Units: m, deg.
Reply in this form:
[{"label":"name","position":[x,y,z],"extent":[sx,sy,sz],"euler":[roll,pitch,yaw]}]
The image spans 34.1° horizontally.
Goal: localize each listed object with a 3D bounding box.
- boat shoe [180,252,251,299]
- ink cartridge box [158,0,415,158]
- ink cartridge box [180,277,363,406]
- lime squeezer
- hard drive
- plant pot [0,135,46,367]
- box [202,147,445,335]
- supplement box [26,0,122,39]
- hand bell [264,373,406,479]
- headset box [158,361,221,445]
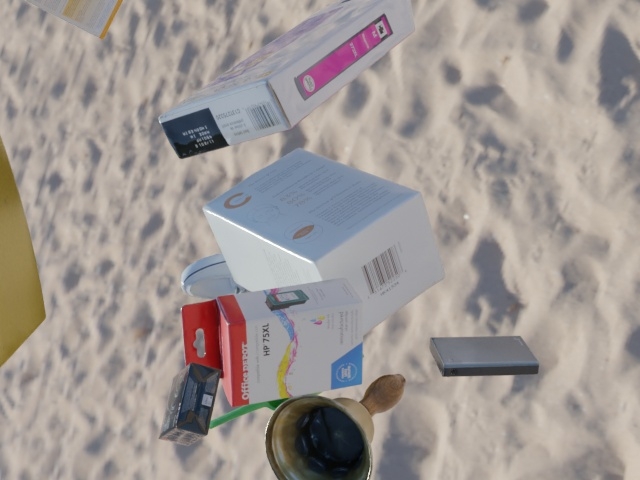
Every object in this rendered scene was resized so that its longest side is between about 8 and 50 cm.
[{"label":"boat shoe","position":[-0.124,0.083,1.914],"extent":[0.088,0.267,0.096],"euler":[-95,4,-46]},{"label":"ink cartridge box","position":[-0.013,-0.217,1.240],"extent":[0.175,0.069,0.371],"euler":[-11,25,41]},{"label":"ink cartridge box","position":[-0.063,0.139,1.395],"extent":[0.078,0.231,0.134],"euler":[-125,30,-59]},{"label":"lime squeezer","position":[-0.054,0.255,1.838],"extent":[0.059,0.310,0.110],"euler":[69,166,-12]},{"label":"hard drive","position":[0.229,0.163,1.474],"extent":[0.094,0.135,0.022],"euler":[-109,20,-70]},{"label":"plant pot","position":[-0.313,0.025,0.724],"extent":[0.212,0.187,0.212],"euler":[-26,11,7]},{"label":"box","position":[0.000,0.000,1.706],"extent":[0.215,0.168,0.345],"euler":[-33,32,-22]},{"label":"supplement box","position":[-0.282,-0.281,1.197],"extent":[0.062,0.098,0.036],"euler":[-61,30,7]},{"label":"hand bell","position":[0.049,0.198,1.201],"extent":[0.126,0.242,0.126],"euler":[6,104,25]},{"label":"headset box","position":[-0.123,0.154,0.971],"extent":[0.083,0.032,0.062],"euler":[142,143,-62]}]
